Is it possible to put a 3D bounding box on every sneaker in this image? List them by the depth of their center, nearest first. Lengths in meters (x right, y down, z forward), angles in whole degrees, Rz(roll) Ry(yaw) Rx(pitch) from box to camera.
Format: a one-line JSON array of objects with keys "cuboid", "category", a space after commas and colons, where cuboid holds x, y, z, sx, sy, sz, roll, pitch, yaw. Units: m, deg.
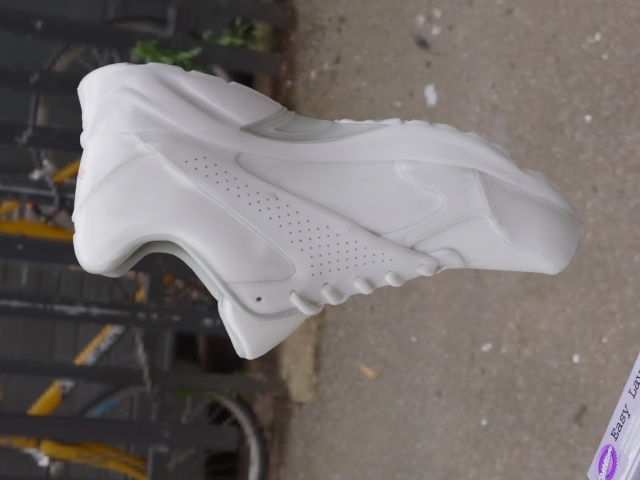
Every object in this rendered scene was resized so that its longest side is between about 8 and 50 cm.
[{"cuboid": [0.000, 0.000, 0.535, 0.090, 0.232, 0.115, 129, 152, -82], "category": "sneaker"}]

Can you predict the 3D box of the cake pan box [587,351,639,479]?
[{"cuboid": [0.382, 0.128, 0.968, 0.070, 0.267, 0.245, -112, 37, -66], "category": "cake pan box"}]
